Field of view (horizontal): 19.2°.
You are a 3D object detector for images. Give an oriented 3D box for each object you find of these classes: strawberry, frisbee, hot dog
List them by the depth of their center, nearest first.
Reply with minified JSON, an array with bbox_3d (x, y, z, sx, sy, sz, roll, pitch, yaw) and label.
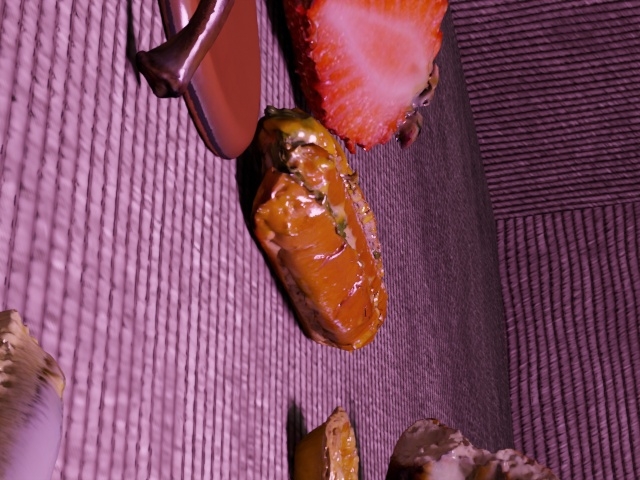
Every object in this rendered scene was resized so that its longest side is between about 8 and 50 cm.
[{"bbox_3d":[-0.071,-0.175,1.198,0.251,0.021,0.250,-9,90,-82],"label":"frisbee"},{"bbox_3d":[0.000,0.000,1.348,0.269,0.072,0.115,65,27,-64],"label":"hot dog"},{"bbox_3d":[0.019,-0.178,1.547,0.175,0.107,0.236,-51,147,-24],"label":"strawberry"}]

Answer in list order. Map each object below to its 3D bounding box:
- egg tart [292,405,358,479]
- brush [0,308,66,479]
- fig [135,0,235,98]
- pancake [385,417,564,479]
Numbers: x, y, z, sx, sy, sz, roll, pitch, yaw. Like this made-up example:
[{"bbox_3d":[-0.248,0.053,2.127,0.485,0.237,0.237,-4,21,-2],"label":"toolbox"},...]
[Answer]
[{"bbox_3d":[0.005,0.167,1.322,0.105,0.039,0.105,-8,90,-81],"label":"egg tart"},{"bbox_3d":[-0.116,0.098,0.536,0.297,0.060,0.068,-82,164,-61],"label":"brush"},{"bbox_3d":[-0.039,-0.230,1.016,0.217,0.217,0.320,-5,108,-81],"label":"fig"},{"bbox_3d":[0.164,0.357,1.500,0.067,0.305,0.426,-11,96,-42],"label":"pancake"}]
